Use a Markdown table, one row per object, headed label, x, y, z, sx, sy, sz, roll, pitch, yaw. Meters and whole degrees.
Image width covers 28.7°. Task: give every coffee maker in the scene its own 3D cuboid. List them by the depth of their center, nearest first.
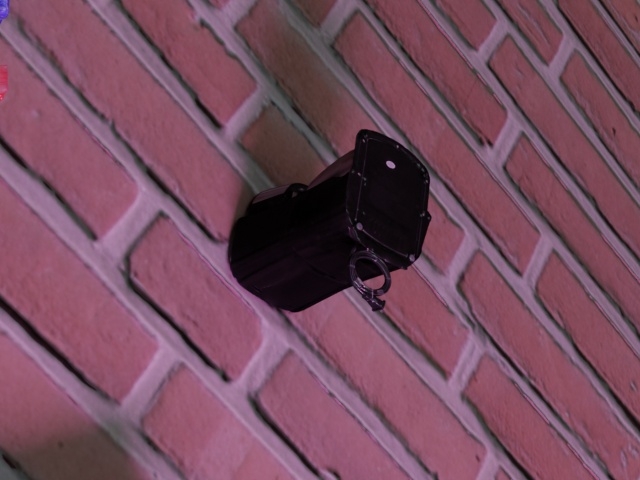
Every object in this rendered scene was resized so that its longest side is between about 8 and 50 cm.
| label | x | y | z | sx | sy | sz | roll | pitch | yaw |
| --- | --- | --- | --- | --- | --- | --- | --- | --- | --- |
| coffee maker | 0.000 | 0.000 | 1.173 | 0.120 | 0.178 | 0.171 | 49 | 46 | -14 |

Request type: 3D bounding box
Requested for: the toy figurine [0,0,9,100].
| label | x | y | z | sx | sy | sz | roll | pitch | yaw |
| --- | --- | --- | --- | --- | --- | --- | --- | --- | --- |
| toy figurine | -0.339 | -0.165 | 0.818 | 0.362 | 0.217 | 0.191 | -8 | 80 | -44 |
